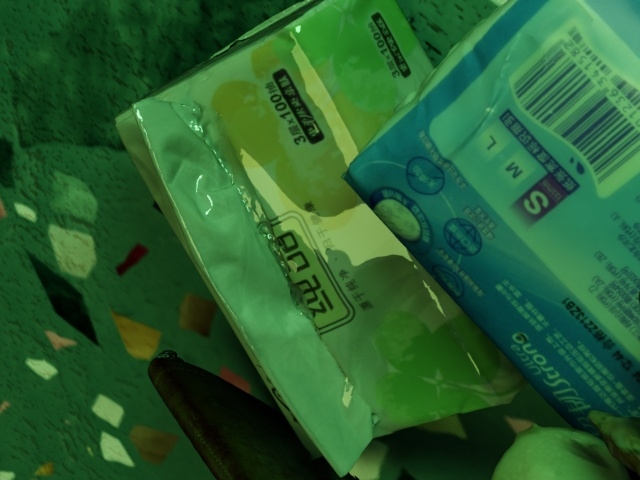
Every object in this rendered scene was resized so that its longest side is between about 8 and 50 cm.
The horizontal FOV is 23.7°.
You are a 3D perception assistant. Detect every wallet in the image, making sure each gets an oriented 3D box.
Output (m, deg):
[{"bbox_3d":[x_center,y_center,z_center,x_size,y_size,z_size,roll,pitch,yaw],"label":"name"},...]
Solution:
[{"bbox_3d":[-0.004,0.147,0.871,0.031,0.137,0.255,-59,32,6],"label":"wallet"}]

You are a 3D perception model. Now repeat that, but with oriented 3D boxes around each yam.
[{"bbox_3d":[0.127,0.199,0.801,0.081,0.081,0.356,24,155,22],"label":"yam"}]

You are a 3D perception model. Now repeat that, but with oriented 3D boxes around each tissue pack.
[{"bbox_3d":[0.000,0.000,0.819,0.159,0.145,0.229,-22,103,40],"label":"tissue pack"},{"bbox_3d":[0.173,-0.011,0.692,0.263,0.146,0.198,46,133,0],"label":"tissue pack"}]

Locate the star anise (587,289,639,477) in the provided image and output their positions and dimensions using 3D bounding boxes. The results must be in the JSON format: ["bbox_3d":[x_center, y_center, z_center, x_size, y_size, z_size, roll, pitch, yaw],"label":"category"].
[{"bbox_3d":[0.211,0.099,0.588,0.197,0.073,0.212,-16,115,42],"label":"star anise"}]
